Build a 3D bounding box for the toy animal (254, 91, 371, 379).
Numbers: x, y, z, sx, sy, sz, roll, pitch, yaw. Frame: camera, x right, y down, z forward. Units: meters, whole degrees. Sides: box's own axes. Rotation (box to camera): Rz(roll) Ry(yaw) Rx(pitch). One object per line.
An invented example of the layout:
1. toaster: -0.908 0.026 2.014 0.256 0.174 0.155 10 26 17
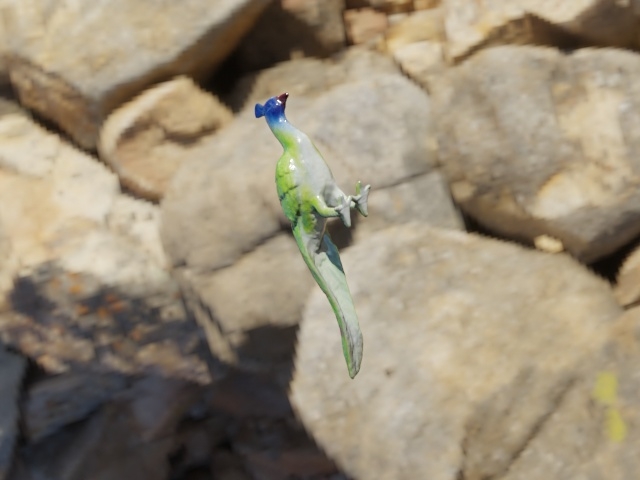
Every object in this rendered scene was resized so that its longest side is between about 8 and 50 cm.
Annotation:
1. toy animal: 0.010 -0.003 1.264 0.075 0.041 0.216 -12 101 50
